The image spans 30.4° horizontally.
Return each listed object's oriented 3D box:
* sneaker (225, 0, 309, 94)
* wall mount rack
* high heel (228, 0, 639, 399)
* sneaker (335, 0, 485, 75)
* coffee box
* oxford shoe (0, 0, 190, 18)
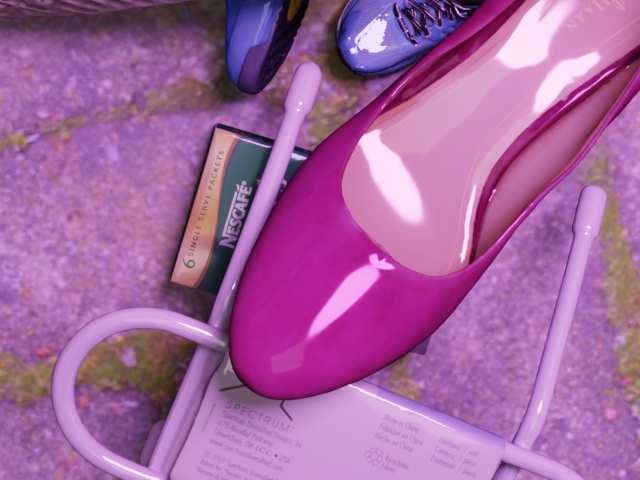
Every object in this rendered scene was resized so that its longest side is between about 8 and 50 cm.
[{"bbox_3d":[-0.040,-0.201,0.748,0.082,0.069,0.209,15,100,7],"label":"sneaker"},{"bbox_3d":[0.027,0.076,0.735,0.350,0.130,0.304,22,106,-7],"label":"wall mount rack"},{"bbox_3d":[0.091,-0.070,0.642,0.127,0.181,0.377,39,66,1],"label":"high heel"},{"bbox_3d":[0.081,-0.160,0.752,0.162,0.073,0.063,-31,101,4],"label":"sneaker"},{"bbox_3d":[0.000,0.000,0.796,0.184,0.040,0.113,18,100,-6],"label":"coffee box"},{"bbox_3d":[-0.133,-0.215,0.661,0.449,0.169,0.130,-1,75,14],"label":"oxford shoe"}]
